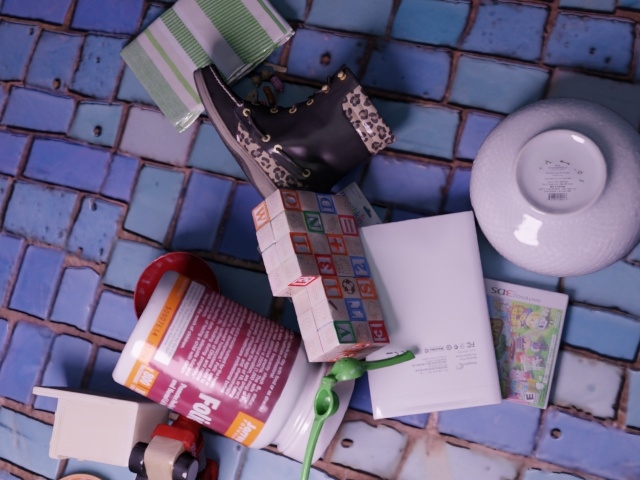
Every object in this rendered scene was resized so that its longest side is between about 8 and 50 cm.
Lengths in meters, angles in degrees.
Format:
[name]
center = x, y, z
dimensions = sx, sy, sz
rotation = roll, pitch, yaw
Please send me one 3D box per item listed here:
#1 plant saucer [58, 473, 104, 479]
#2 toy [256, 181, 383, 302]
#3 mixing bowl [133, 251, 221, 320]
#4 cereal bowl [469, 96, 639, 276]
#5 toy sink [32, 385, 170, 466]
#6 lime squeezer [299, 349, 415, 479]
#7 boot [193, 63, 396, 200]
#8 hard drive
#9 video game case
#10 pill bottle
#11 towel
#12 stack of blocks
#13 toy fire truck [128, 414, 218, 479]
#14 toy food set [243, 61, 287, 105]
[plant saucer]
center = -0.474, 0.566, 1.924
dimensions = 0.199, 0.037, 0.200
rotation = -3, 78, 15
[toy]
center = 0.000, 0.000, 1.888
dimensions = 0.237, 0.056, 0.137
rotation = -35, 74, 7
[mixing bowl]
center = -0.268, 0.118, 1.918
dimensions = 0.181, 0.098, 0.182
rotation = -3, 80, 14
[cereal bowl]
center = 0.434, -0.107, 1.745
dimensions = 0.338, 0.141, 0.339
rotation = -3, 78, 14
[toy sink]
center = -0.438, 0.365, 1.892
dimensions = 0.234, 0.153, 0.131
rotation = 6, 82, 16
[lime squeezer]
center = 0.035, 0.271, 1.660
dimensions = 0.058, 0.110, 0.310
rotation = 19, 57, 44
[boot]
center = -0.055, -0.249, 1.905
dimensions = 0.284, 0.138, 0.377
rotation = -35, 73, 5
[hard drive]
center = 0.190, 0.136, 1.776
dimensions = 0.233, 0.047, 0.353
rotation = -8, 78, 6
[video game case]
center = 0.340, 0.184, 1.776
dimensions = 0.193, 0.023, 0.213
rotation = 11, 83, 17
[pill bottle]
center = -0.152, 0.236, 1.743
dimensions = 0.392, 0.224, 0.224
rotation = 27, 88, -6
[towel]
center = -0.241, -0.415, 2.045
dimensions = 0.325, 0.038, 0.248
rotation = -39, 71, 7
[stack of blocks]
center = -0.001, 0.063, 1.735
dimensions = 0.087, 0.171, 0.297
rotation = -35, 62, 41
[toy fire truck]
center = -0.263, 0.393, 1.842
dimensions = 0.158, 0.217, 0.246
rotation = 10, 41, 17
[toy food set]
center = -0.116, -0.309, 1.996
dimensions = 0.078, 0.019, 0.122
rotation = 19, 85, 18
